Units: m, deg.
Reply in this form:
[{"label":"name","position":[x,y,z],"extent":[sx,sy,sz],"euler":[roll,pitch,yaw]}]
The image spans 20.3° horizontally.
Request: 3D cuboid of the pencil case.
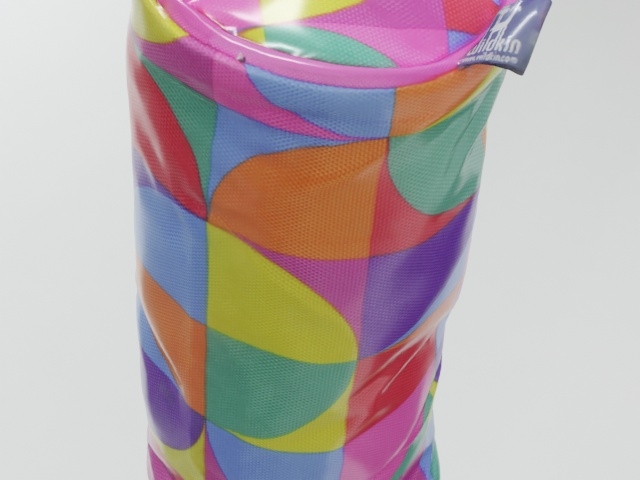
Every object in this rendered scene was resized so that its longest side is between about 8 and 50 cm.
[{"label":"pencil case","position":[0.000,0.000,0.498],"extent":[0.104,0.104,0.236],"euler":[24,-40,13]}]
